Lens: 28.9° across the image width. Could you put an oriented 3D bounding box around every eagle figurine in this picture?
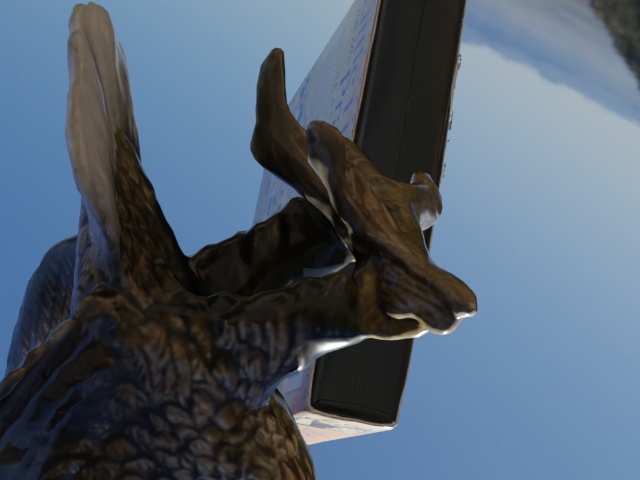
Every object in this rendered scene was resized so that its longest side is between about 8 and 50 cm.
[{"bbox_3d":[-0.071,0.088,0.471,0.225,0.298,0.226,55,-167,31],"label":"eagle figurine"}]

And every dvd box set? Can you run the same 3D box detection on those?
[{"bbox_3d":[0.000,0.000,0.946,0.062,0.307,0.420,12,166,-10],"label":"dvd box set"}]
